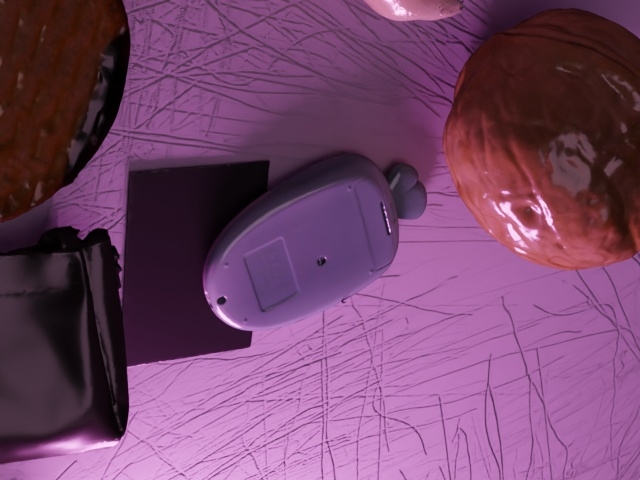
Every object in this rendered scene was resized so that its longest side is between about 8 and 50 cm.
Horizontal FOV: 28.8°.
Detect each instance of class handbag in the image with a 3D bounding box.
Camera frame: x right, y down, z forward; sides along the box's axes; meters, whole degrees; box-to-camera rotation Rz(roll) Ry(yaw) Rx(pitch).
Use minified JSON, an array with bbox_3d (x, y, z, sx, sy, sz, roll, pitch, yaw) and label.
[{"bbox_3d":[-0.341,0.109,1.270,0.285,0.113,0.257,-4,112,-20],"label":"handbag"}]

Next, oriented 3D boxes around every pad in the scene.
[{"bbox_3d":[-0.144,0.028,1.404,0.170,0.006,0.246,-8,120,-28],"label":"pad"}]

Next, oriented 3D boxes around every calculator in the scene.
[{"bbox_3d":[0.000,0.000,1.447,0.298,0.041,0.186,-27,127,-16],"label":"calculator"}]

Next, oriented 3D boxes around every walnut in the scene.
[{"bbox_3d":[0.280,-0.114,1.415,0.277,0.252,0.313,-41,119,-4],"label":"walnut"}]

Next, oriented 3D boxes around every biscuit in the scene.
[{"bbox_3d":[-0.316,-0.166,1.137,0.317,0.040,0.318,-16,115,-37],"label":"biscuit"}]

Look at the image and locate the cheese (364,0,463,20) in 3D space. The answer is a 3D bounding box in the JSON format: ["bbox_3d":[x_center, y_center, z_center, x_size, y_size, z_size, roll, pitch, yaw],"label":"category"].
[{"bbox_3d":[0.113,-0.364,1.257,0.266,0.127,0.233,-37,128,-6],"label":"cheese"}]
